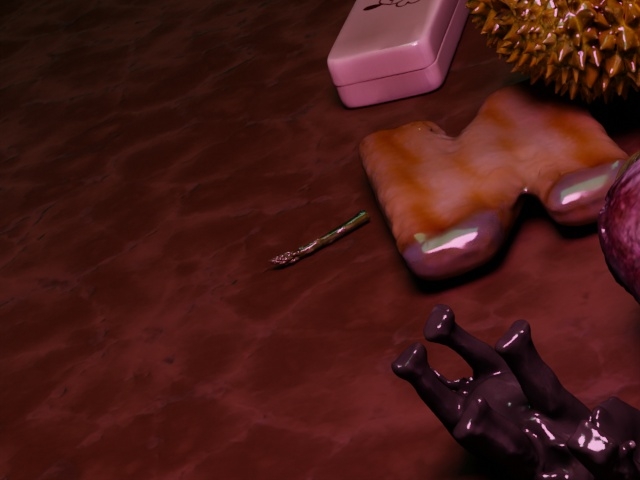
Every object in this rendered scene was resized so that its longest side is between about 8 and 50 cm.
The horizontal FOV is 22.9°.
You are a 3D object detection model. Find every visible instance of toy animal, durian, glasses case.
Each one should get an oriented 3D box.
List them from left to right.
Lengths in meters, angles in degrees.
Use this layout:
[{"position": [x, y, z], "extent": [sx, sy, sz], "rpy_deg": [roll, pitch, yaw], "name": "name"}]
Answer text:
[{"position": [0.107, -0.272, 1.961], "extent": [0.131, 0.070, 0.313], "rpy_deg": [-10, 29, 22], "name": "glasses case"}, {"position": [0.155, 0.126, 1.118], "extent": [0.114, 0.146, 0.245], "rpy_deg": [-42, 25, 1], "name": "toy animal"}, {"position": [0.266, -0.270, 1.572], "extent": [0.291, 0.224, 0.291], "rpy_deg": [-6, 71, 18], "name": "durian"}]

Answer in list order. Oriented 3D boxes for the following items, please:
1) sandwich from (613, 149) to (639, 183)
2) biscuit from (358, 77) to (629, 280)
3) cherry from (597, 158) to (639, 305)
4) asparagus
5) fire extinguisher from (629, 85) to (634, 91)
[{"position": [0.325, -0.062, 1.416], "extent": [0.135, 0.029, 0.067], "rpy_deg": [-4, 60, -11], "name": "sandwich"}, {"position": [0.167, -0.067, 1.551], "extent": [0.236, 0.062, 0.291], "rpy_deg": [-21, 28, -1], "name": "biscuit"}, {"position": [0.312, -0.002, 1.207], "extent": [0.195, 0.195, 0.195], "rpy_deg": [-17, 27, 9], "name": "cherry"}, {"position": [0.000, 0.000, 1.601], "extent": [0.114, 0.014, 0.015], "rpy_deg": [-28, 49, -15], "name": "asparagus"}, {"position": [0.372, -0.161, 1.555], "extent": [0.106, 0.075, 0.252], "rpy_deg": [-11, 28, -3], "name": "fire extinguisher"}]
